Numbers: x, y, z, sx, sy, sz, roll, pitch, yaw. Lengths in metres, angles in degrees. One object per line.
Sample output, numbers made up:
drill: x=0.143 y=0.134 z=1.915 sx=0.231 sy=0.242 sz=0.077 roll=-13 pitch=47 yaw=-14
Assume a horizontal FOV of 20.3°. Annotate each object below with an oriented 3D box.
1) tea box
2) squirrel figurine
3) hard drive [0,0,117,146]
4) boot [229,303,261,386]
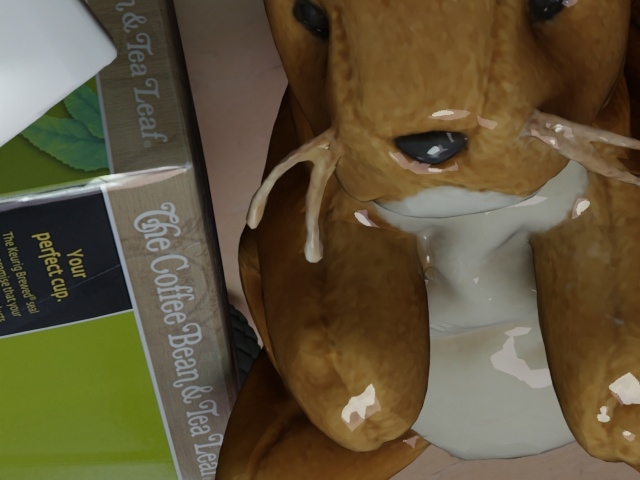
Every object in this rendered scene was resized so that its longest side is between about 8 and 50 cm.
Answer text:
tea box: x=-0.217 y=-0.002 z=0.928 sx=0.324 sy=0.220 sz=0.329 roll=-9 pitch=148 yaw=-4
squirrel figurine: x=0.069 y=-0.093 z=0.779 sx=0.281 sy=0.397 sz=0.370 roll=1 pitch=147 yaw=18
hard drive: x=-0.272 y=-0.138 z=0.647 sx=0.233 sy=0.047 sz=0.353 roll=-37 pitch=113 yaw=1
boot: x=-0.176 y=0.080 z=1.218 sx=0.246 sy=0.083 sz=0.161 roll=16 pitch=145 yaw=-30
